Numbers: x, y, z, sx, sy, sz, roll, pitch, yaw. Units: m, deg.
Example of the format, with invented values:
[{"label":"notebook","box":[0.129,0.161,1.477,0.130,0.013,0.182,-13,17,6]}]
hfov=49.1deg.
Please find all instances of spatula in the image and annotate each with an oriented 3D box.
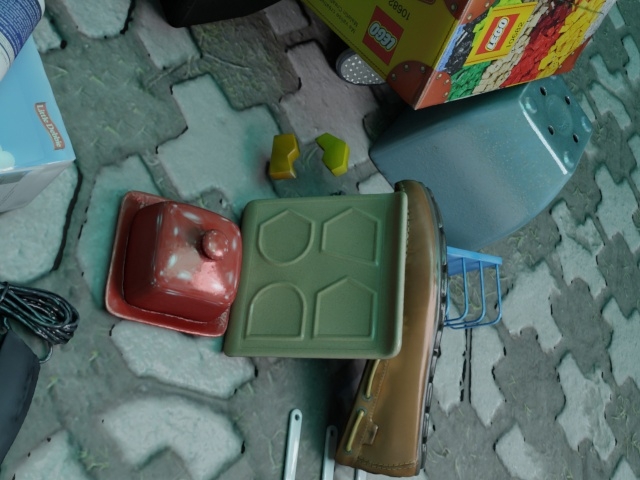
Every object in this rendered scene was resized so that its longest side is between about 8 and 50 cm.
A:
[{"label":"spatula","box":[0.003,0.344,0.886,0.168,0.019,0.242,23,61,-31]}]

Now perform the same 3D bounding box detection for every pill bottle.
[{"label":"pill bottle","box":[-0.282,-0.197,0.605,0.067,0.067,0.120,33,57,-27]}]

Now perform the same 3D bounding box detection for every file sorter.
[{"label":"file sorter","box":[0.179,0.075,1.064,0.170,0.118,0.104,10,72,-37]}]

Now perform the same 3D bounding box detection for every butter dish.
[{"label":"butter dish","box":[-0.148,0.018,0.810,0.160,0.118,0.160,19,64,-34]}]

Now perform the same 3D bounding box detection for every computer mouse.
[{"label":"computer mouse","box":[-0.337,0.145,0.639,0.188,0.072,0.272,28,58,-30]}]

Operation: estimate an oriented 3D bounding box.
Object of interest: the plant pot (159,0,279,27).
[{"label":"plant pot","box":[-0.138,-0.379,0.913,0.187,0.167,0.188,-21,87,-29]}]

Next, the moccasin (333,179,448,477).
[{"label":"moccasin","box":[0.084,0.108,0.915,0.147,0.139,0.380,8,93,6]}]

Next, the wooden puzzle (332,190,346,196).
[{"label":"wooden puzzle","box":[0.043,-0.036,1.062,0.049,0.006,0.083,-3,77,-40]}]

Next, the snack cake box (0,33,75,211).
[{"label":"snack cake box","box":[-0.349,-0.168,0.687,0.089,0.152,0.264,-19,87,-42]}]

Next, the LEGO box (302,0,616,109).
[{"label":"LEGO box","box":[0.132,-0.440,0.995,0.372,0.193,0.500,-20,59,-37]}]

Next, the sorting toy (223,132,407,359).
[{"label":"sorting toy","box":[0.000,0.000,0.886,0.041,0.229,0.307,50,41,-58]}]

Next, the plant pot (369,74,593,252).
[{"label":"plant pot","box":[0.286,-0.155,1.142,0.247,0.252,0.248,50,50,-15]}]

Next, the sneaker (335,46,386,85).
[{"label":"sneaker","box":[0.108,-0.349,1.181,0.226,0.086,0.163,-22,48,-10]}]
